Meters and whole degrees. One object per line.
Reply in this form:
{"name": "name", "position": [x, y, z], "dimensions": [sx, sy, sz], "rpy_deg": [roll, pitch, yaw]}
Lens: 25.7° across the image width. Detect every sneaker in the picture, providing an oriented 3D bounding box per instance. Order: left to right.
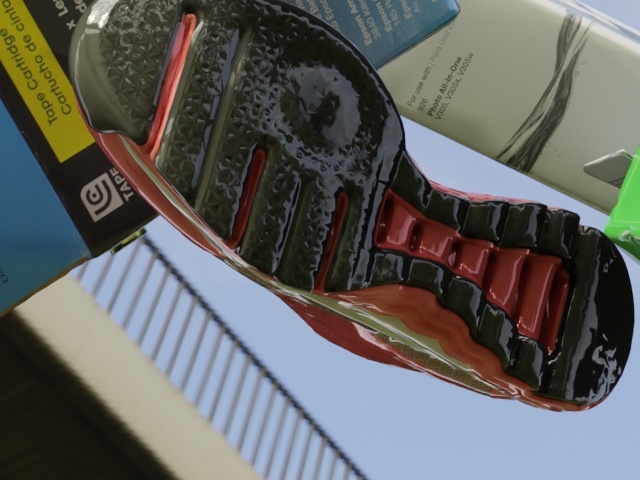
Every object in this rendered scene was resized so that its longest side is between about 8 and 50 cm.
{"name": "sneaker", "position": [0.000, 0.001, 0.658], "dimensions": [0.314, 0.116, 0.136], "rpy_deg": [33, -27, -27]}

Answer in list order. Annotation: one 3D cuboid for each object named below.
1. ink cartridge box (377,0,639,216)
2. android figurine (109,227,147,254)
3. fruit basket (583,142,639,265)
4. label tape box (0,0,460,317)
{"name": "ink cartridge box", "position": [0.177, -0.119, 1.066], "dimensions": [0.289, 0.211, 0.121], "rpy_deg": [25, -74, -7]}
{"name": "android figurine", "position": [-0.223, -0.131, 1.349], "dimensions": [0.273, 0.248, 0.056], "rpy_deg": [58, -17, -3]}
{"name": "fruit basket", "position": [0.366, 0.006, 0.815], "dimensions": [0.353, 0.327, 0.165], "rpy_deg": [17, -91, -9]}
{"name": "label tape box", "position": [-0.117, -0.142, 0.735], "dimensions": [0.106, 0.334, 0.240], "rpy_deg": [2, -57, 60]}
